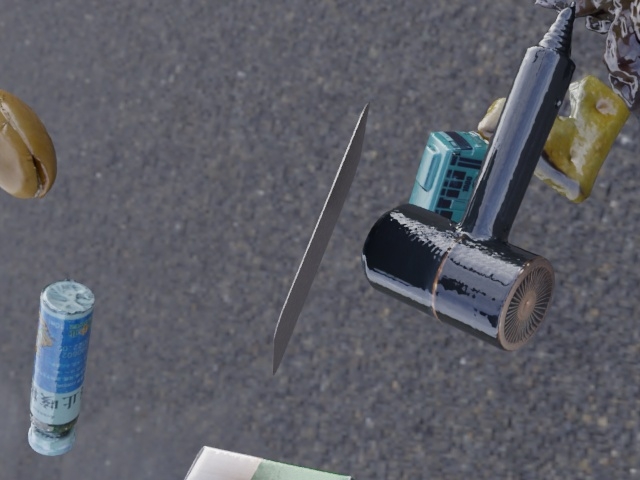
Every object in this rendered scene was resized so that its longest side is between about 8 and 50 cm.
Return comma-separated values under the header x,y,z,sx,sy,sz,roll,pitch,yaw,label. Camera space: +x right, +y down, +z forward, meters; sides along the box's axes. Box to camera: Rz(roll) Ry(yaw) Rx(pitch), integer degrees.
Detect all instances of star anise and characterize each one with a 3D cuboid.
x,y,z,sx,sy,sz,roll,pitch,yaw,label
0.325,-0.254,1.236,0.315,0.108,0.315,32,138,33,star anise

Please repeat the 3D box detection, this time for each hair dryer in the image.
x,y,z,sx,sy,sz,roll,pitch,yaw,label
0.180,-0.082,1.255,0.189,0.107,0.352,24,96,34,hair dryer

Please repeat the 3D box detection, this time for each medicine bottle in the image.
x,y,z,sx,sy,sz,roll,pitch,yaw,label
-0.248,0.124,1.158,0.051,0.051,0.191,-118,33,-46,medicine bottle

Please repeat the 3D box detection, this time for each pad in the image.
x,y,z,sx,sy,sz,roll,pitch,yaw,label
0.000,0.000,1.232,0.176,0.002,0.266,98,-167,-68,pad

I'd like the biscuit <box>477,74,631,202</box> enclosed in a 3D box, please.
x,y,z,sx,sy,sz,roll,pitch,yaw,label
0.318,-0.160,1.616,0.183,0.174,0.039,-54,3,-23,biscuit

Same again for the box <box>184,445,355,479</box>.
x,y,z,sx,sy,sz,roll,pitch,yaw,label
-0.024,0.265,1.101,0.199,0.135,0.081,0,50,42,box

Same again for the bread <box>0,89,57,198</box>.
x,y,z,sx,sy,sz,roll,pitch,yaw,label
-0.418,-0.139,1.619,0.189,0.114,0.077,48,126,19,bread

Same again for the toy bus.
x,y,z,sx,sy,sz,roll,pitch,yaw,label
0.171,-0.067,1.635,0.079,0.091,0.160,-124,46,-58,toy bus
